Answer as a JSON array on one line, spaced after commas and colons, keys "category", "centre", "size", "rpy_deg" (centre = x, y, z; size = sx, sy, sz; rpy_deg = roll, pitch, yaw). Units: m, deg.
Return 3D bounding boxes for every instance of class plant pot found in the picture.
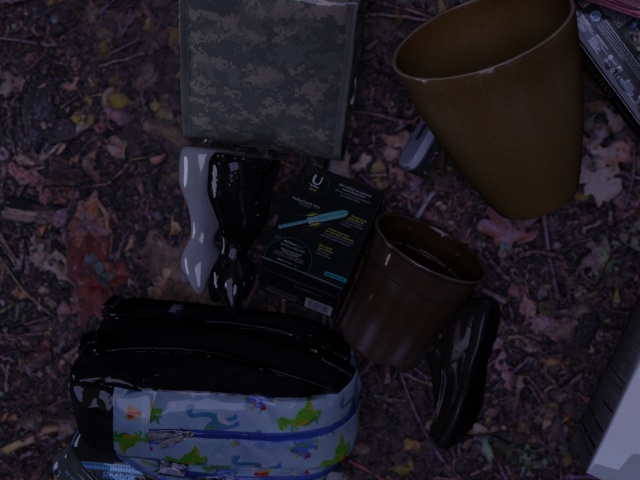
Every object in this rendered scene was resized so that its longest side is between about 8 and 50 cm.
[{"category": "plant pot", "centre": [0.247, -0.161, 1.561], "size": [0.237, 0.237, 0.254], "rpy_deg": [-20, 117, 7]}, {"category": "plant pot", "centre": [0.114, 0.076, 1.620], "size": [0.167, 0.167, 0.165], "rpy_deg": [29, 111, 5]}]

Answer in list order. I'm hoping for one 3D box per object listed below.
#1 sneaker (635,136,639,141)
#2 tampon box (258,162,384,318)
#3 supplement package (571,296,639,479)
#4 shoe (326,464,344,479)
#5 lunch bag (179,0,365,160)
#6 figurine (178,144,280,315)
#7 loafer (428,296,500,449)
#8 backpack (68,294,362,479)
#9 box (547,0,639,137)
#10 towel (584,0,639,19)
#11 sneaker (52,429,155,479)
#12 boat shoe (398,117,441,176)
[{"category": "sneaker", "centre": [0.512, -0.139, 1.615], "size": [0.161, 0.057, 0.075], "rpy_deg": [21, 101, 8]}, {"category": "tampon box", "centre": [0.000, 0.000, 1.630], "size": [0.120, 0.101, 0.161], "rpy_deg": [22, 63, 5]}, {"category": "supplement package", "centre": [0.480, 0.206, 1.567], "size": [0.199, 0.198, 0.262], "rpy_deg": [24, 95, 4]}, {"category": "shoe", "centre": [-0.057, 0.338, 1.710], "size": [0.178, 0.063, 0.081], "rpy_deg": [13, 96, 11]}, {"category": "lunch bag", "centre": [-0.065, -0.246, 1.616], "size": [0.235, 0.169, 0.287], "rpy_deg": [9, 129, 2]}, {"category": "figurine", "centre": [-0.140, -0.019, 1.641], "size": [0.092, 0.215, 0.209], "rpy_deg": [5, 96, -25]}, {"category": "loafer", "centre": [0.188, 0.180, 1.670], "size": [0.078, 0.080, 0.220], "rpy_deg": [14, 85, 29]}, {"category": "backpack", "centre": [-0.120, 0.204, 1.614], "size": [0.356, 0.290, 0.273], "rpy_deg": [-8, 109, 6]}, {"category": "box", "centre": [0.432, -0.304, 1.580], "size": [0.216, 0.060, 0.270], "rpy_deg": [-36, 87, 1]}, {"category": "towel", "centre": [0.465, -0.434, 1.535], "size": [0.237, 0.037, 0.329], "rpy_deg": [17, 86, 0]}, {"category": "sneaker", "centre": [-0.217, 0.376, 1.698], "size": [0.341, 0.125, 0.139], "rpy_deg": [40, 92, 1]}, {"category": "boat shoe", "centre": [0.161, -0.153, 1.667], "size": [0.040, 0.049, 0.142], "rpy_deg": [34, 89, -31]}]
